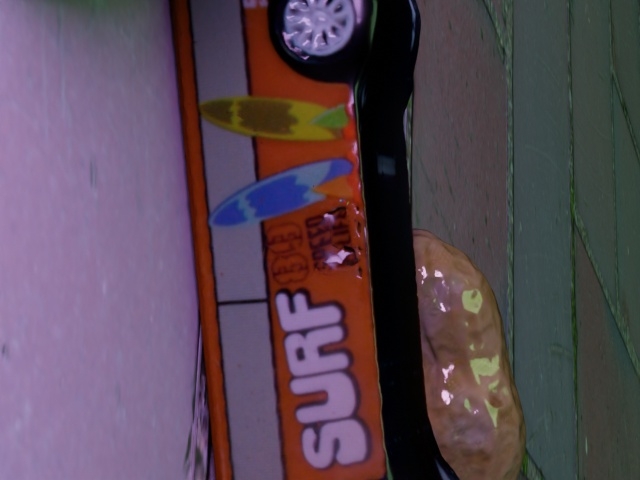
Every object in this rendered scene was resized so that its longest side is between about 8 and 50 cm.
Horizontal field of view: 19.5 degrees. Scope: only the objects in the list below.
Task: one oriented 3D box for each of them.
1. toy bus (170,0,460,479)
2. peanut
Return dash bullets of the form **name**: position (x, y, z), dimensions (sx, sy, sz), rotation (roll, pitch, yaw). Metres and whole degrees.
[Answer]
- **toy bus**: position (0.000, 0.000, 0.780), dimensions (0.093, 0.092, 0.409), rotation (-11, 96, -72)
- **peanut**: position (0.073, 0.078, 1.057), dimensions (0.080, 0.080, 0.174), rotation (-54, 134, -67)
